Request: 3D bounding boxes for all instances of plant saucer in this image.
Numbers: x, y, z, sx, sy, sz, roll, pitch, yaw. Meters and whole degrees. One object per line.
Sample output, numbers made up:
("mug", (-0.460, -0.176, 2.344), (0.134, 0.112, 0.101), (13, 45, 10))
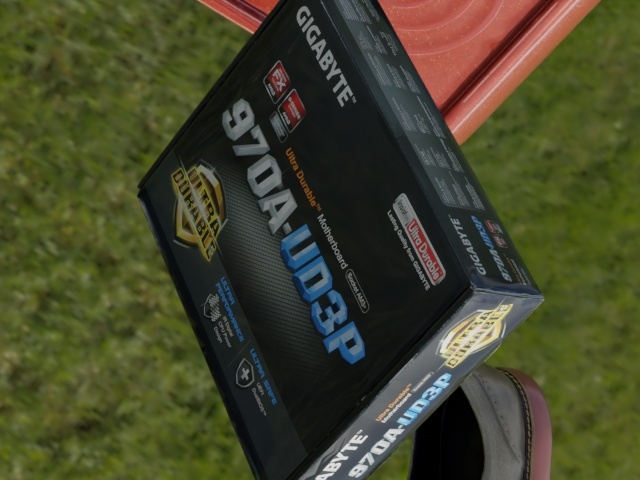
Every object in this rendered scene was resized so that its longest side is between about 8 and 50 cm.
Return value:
("plant saucer", (0.054, -0.185, 1.129), (0.258, 0.259, 0.048), (-47, -160, 40))

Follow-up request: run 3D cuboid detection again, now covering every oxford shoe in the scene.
("oxford shoe", (0.111, 0.264, 1.391), (0.130, 0.123, 0.348), (22, 60, -49))

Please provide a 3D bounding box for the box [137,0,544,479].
("box", (0.000, 0.000, 0.888), (0.051, 0.220, 0.175), (10, 133, -41))
